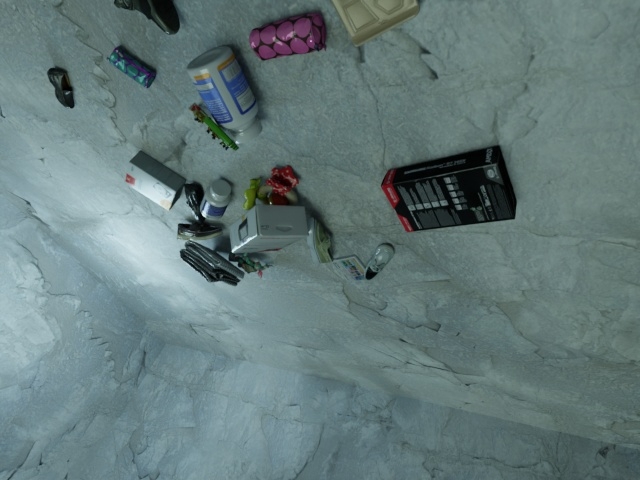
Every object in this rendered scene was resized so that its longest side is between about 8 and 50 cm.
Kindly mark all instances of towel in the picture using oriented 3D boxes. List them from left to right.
[{"bbox_3d":[-0.555,0.128,2.093,0.283,0.121,0.235,30,175,29],"label":"towel"}]

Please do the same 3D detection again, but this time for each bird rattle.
[{"bbox_3d":[-0.177,-0.192,1.634,0.253,0.143,0.207,-18,139,27],"label":"bird rattle"}]

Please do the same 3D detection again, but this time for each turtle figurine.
[{"bbox_3d":[-0.357,0.109,2.087,0.234,0.118,0.175,4,136,37],"label":"turtle figurine"}]

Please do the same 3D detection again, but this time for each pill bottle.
[{"bbox_3d":[-0.452,-0.179,1.778,0.112,0.112,0.187,32,144,-9],"label":"pill bottle"},{"bbox_3d":[-0.292,-0.455,1.307,0.152,0.152,0.272,2,138,28],"label":"pill bottle"}]

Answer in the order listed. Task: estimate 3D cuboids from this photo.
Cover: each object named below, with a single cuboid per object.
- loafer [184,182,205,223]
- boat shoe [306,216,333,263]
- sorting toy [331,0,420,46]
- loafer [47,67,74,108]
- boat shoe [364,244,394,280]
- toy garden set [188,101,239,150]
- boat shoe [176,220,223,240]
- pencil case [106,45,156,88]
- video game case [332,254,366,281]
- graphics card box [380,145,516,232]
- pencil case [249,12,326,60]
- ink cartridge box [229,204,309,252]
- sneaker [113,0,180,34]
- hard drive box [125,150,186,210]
[{"bbox_3d":[-0.579,-0.174,1.895,0.078,0.076,0.223,20,139,16],"label":"loafer"},{"bbox_3d":[0.000,0.000,1.765,0.094,0.109,0.302,-1,148,8],"label":"boat shoe"},{"bbox_3d":[0.116,-0.606,0.984,0.193,0.038,0.208,-10,127,38],"label":"sorting toy"},{"bbox_3d":[-1.020,-0.599,1.631,0.061,0.062,0.170,14,144,7],"label":"loafer"},{"bbox_3d":[0.246,0.104,1.748,0.079,0.081,0.227,25,144,0],"label":"boat shoe"},{"bbox_3d":[-0.380,-0.387,1.404,0.204,0.049,0.244,46,-178,-9],"label":"toy garden set"},{"bbox_3d":[-0.612,-0.053,2.043,0.285,0.103,0.093,-2,104,31],"label":"boat shoe"},{"bbox_3d":[-0.648,-0.597,1.411,0.151,0.065,0.070,34,160,-12],"label":"pencil case"},{"bbox_3d":[0.145,0.131,1.897,0.143,0.019,0.157,-13,129,40],"label":"video game case"},{"bbox_3d":[0.413,-0.152,1.324,0.370,0.094,0.233,-7,133,38],"label":"graphics card box"},{"bbox_3d":[-0.088,-0.552,1.125,0.209,0.095,0.098,6,160,28],"label":"pencil case"},{"bbox_3d":[-0.217,-0.042,1.679,0.226,0.131,0.306,-1,166,-32],"label":"ink cartridge box"},{"bbox_3d":[-0.517,-0.693,1.200,0.130,0.087,0.227,-18,123,45],"label":"sneaker"},{"bbox_3d":[-0.751,-0.268,1.861,0.232,0.089,0.181,33,143,-11],"label":"hard drive box"}]
